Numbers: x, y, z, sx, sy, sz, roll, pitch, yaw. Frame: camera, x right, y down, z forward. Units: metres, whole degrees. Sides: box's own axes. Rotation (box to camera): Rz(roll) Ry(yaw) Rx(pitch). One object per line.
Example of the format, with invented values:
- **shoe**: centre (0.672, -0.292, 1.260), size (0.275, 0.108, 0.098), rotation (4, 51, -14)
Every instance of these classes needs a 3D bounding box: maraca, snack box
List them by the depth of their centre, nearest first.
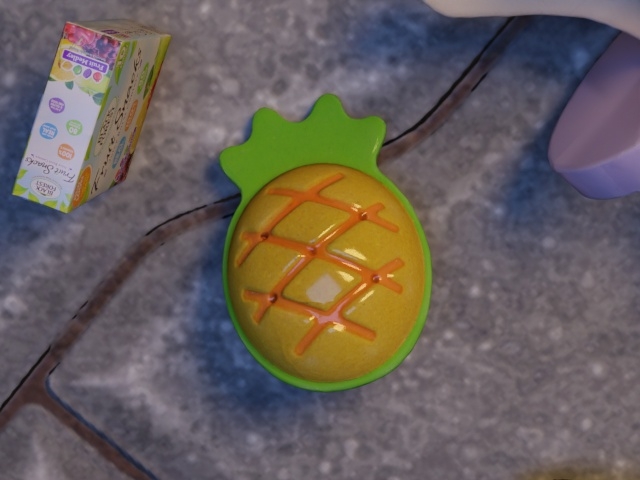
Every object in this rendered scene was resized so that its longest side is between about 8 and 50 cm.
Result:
- **snack box**: centre (-0.130, -0.077, 0.760), size (0.037, 0.141, 0.100), rotation (19, 101, 1)
- **maraca**: centre (0.000, 0.000, 0.787), size (0.127, 0.099, 0.186), rotation (-11, 73, 2)

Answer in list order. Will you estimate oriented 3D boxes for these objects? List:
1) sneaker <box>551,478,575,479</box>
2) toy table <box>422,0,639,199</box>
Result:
- **sneaker**: centre (0.161, 0.277, 0.831), size (0.106, 0.101, 0.267), rotation (12, 100, 23)
- **toy table**: centre (0.187, -0.166, 0.675), size (0.161, 0.252, 0.274), rotation (41, 101, -17)
